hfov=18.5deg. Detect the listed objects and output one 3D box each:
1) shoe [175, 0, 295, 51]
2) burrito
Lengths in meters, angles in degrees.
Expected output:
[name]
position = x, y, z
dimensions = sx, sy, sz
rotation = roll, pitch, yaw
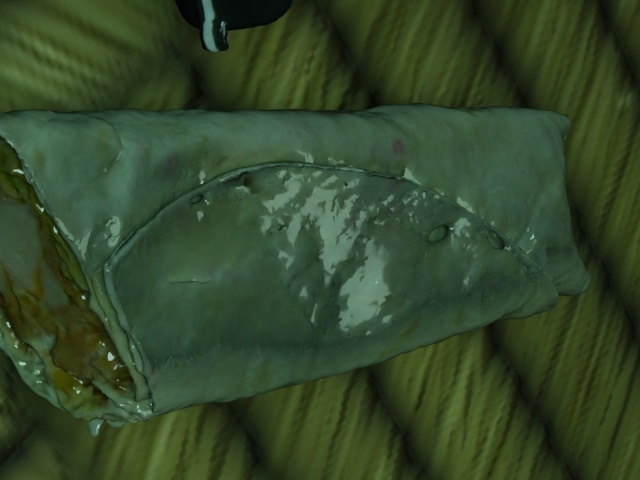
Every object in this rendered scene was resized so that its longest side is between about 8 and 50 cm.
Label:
[shoe]
position = -0.026, -0.098, 0.506
dimensions = 0.169, 0.071, 0.099
rotation = -26, 122, -38
[burrito]
position = 0.000, 0.000, 0.550
dimensions = 0.226, 0.060, 0.087
rotation = -8, 99, -41
